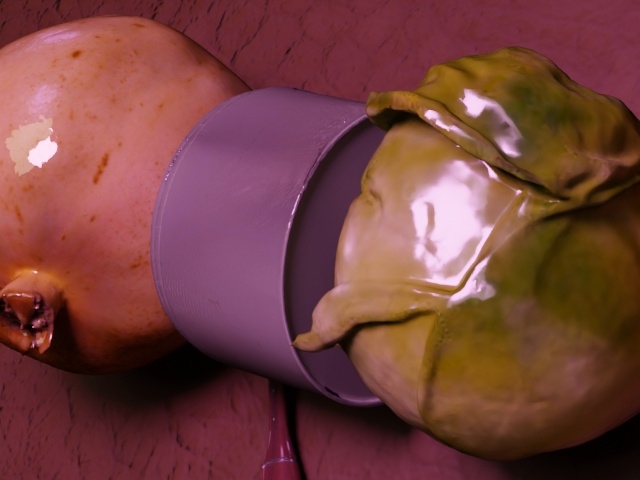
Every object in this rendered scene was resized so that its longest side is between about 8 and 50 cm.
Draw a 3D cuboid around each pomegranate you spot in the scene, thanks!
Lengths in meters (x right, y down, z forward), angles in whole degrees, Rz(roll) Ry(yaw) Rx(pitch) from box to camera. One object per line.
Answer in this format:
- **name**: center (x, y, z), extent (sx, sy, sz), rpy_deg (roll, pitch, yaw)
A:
- **pomegranate**: center (-0.183, -0.029, 1.367), extent (0.319, 0.319, 0.319), rpy_deg (-19, 56, 31)

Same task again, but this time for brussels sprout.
- **brussels sprout**: center (0.125, 0.012, 1.109), extent (0.259, 0.294, 0.227), rpy_deg (-59, 33, -6)

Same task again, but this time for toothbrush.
- **toothbrush**: center (-0.028, 0.231, 1.281), extent (0.041, 0.041, 0.364), rpy_deg (-22, 55, 29)

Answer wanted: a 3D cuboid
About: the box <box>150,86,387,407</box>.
- **box**: center (0.000, 0.000, 1.250), extent (0.149, 0.226, 0.226), rpy_deg (14, 77, 43)
